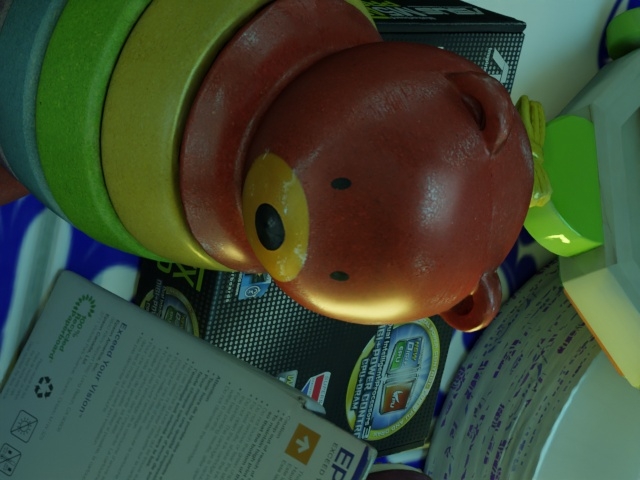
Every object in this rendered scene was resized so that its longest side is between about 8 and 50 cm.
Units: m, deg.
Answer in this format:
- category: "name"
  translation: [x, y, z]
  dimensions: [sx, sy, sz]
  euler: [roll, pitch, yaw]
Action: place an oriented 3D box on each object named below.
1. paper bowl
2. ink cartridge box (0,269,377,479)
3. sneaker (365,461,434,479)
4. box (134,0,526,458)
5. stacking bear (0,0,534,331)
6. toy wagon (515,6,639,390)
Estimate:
- category: "paper bowl"
  translation: [0.212, 0.153, 1.324]
  dimensions: [0.284, 0.148, 0.284]
  euler: [-25, 126, -38]
- category: "ink cartridge box"
  translation: [-0.090, 0.154, 0.910]
  dimensions: [0.045, 0.224, 0.223]
  euler: [28, 89, -52]
- category: "sneaker"
  translation: [-0.006, 0.190, 1.090]
  dimensions: [0.185, 0.084, 0.069]
  euler: [-22, 114, -12]
- category: "box"
  translation: [0.000, 0.000, 1.059]
  dimensions: [0.216, 0.060, 0.270]
  euler: [-6, 115, -47]
- category: "stacking bear"
  translation: [-0.040, -0.054, 0.795]
  dimensions: [0.164, 0.289, 0.175]
  euler: [-17, 122, -43]
- category: "toy wagon"
  translation: [0.228, -0.014, 1.207]
  dimensions: [0.344, 0.068, 0.267]
  euler: [15, 63, -36]
